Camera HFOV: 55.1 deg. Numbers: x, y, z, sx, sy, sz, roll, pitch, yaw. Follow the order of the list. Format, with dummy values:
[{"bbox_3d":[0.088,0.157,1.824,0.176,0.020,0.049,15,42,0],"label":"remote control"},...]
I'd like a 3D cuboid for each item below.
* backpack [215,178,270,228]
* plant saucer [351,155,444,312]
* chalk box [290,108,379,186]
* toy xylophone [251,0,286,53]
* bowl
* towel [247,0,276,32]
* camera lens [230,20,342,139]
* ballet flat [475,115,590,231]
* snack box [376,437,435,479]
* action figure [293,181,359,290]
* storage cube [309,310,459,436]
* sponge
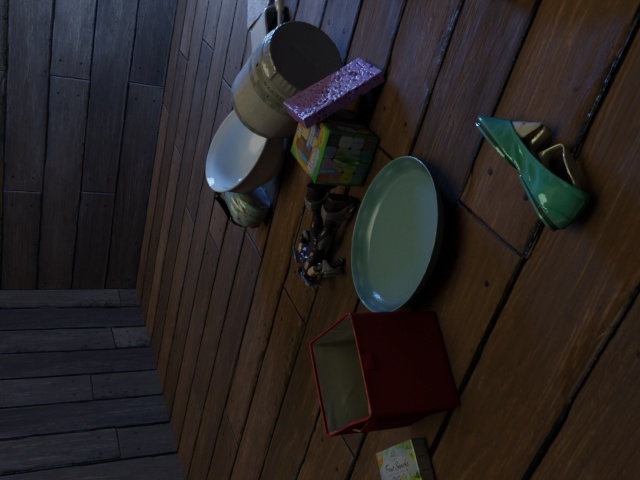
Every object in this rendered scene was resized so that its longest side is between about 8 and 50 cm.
[{"bbox_3d":[-0.238,-0.128,1.942,0.115,0.152,0.182,-58,47,42],"label":"backpack"},{"bbox_3d":[0.154,-0.009,1.228,0.317,0.044,0.317,-38,46,55],"label":"plant saucer"},{"bbox_3d":[0.038,-0.207,1.410,0.213,0.132,0.132,58,137,49],"label":"chalk box"},{"bbox_3d":[-0.133,-0.559,1.821,0.236,0.081,0.322,-16,75,62],"label":"toy xylophone"},{"bbox_3d":[-0.203,-0.259,1.835,0.298,0.134,0.297,-23,56,38],"label":"bowl"},{"bbox_3d":[-0.191,-0.832,1.990,0.187,0.049,0.282,-11,78,62],"label":"towel"},{"bbox_3d":[-0.093,-0.403,1.582,0.274,0.219,0.219,-30,62,58],"label":"camera lens"},{"bbox_3d":[0.324,-0.124,0.923,0.087,0.083,0.247,-41,48,24],"label":"ballet flat"},{"bbox_3d":[0.168,0.457,1.216,0.141,0.037,0.100,-50,44,51],"label":"snack box"},{"bbox_3d":[0.000,0.000,1.520,0.185,0.099,0.285,51,137,42],"label":"action figure"},{"bbox_3d":[0.115,0.249,1.165,0.183,0.193,0.215,-47,47,52],"label":"storage cube"},{"bbox_3d":[0.028,-0.333,1.383,0.117,0.210,0.031,52,172,50],"label":"sponge"}]
